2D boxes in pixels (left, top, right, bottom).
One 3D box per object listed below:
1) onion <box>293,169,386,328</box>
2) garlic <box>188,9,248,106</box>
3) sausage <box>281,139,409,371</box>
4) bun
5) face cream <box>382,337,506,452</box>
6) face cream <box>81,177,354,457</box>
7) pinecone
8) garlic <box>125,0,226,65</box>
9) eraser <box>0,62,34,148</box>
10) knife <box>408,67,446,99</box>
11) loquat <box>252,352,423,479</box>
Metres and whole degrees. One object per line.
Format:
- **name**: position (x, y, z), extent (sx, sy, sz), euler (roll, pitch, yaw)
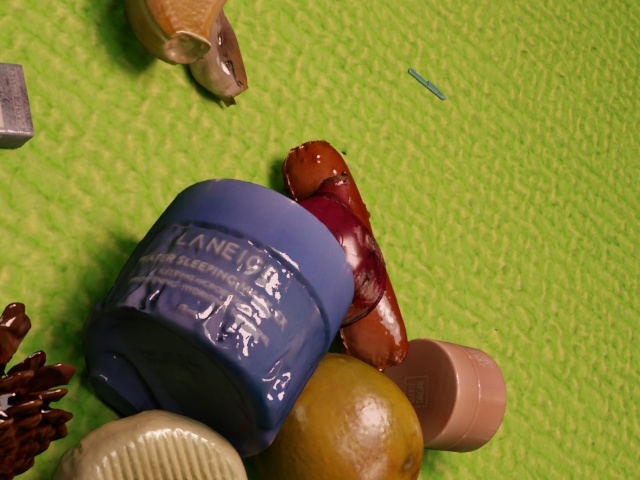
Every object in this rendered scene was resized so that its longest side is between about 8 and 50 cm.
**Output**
- **onion**: position (0.000, 0.000, 1.498), extent (0.195, 0.140, 0.218), euler (18, 72, 8)
- **garlic**: position (-0.145, -0.253, 1.585), extent (0.084, 0.066, 0.152), euler (-19, 90, -74)
- **sausage**: position (0.035, 0.021, 1.607), extent (0.102, 0.102, 0.330), euler (-10, 79, -46)
- **bun**: position (-0.188, 0.278, 1.252), extent (0.222, 0.127, 0.222), euler (0, 91, -26)
- **face cream**: position (0.166, 0.213, 1.610), extent (0.104, 0.149, 0.149), euler (15, 62, -41)
- **face cream**: position (-0.114, 0.092, 1.319), extent (0.249, 0.249, 0.225), euler (46, 48, -20)
- **pinecone**: position (-0.371, 0.138, 1.063), extent (0.264, 0.264, 0.264), euler (20, 59, -37)
- **garlic**: position (-0.155, -0.330, 1.517), extent (0.164, 0.145, 0.245), euler (26, 62, 20)
- **eraser**: position (-0.418, -0.152, 1.279), extent (0.213, 0.046, 0.091), euler (-2, 74, -45)
- **knife**: position (0.177, -0.257, 1.935), extent (0.091, 0.005, 0.014), euler (35, 52, -29)
- **loquat**: position (0.034, 0.258, 1.424), extent (0.246, 0.213, 0.213), euler (54, 44, -2)
